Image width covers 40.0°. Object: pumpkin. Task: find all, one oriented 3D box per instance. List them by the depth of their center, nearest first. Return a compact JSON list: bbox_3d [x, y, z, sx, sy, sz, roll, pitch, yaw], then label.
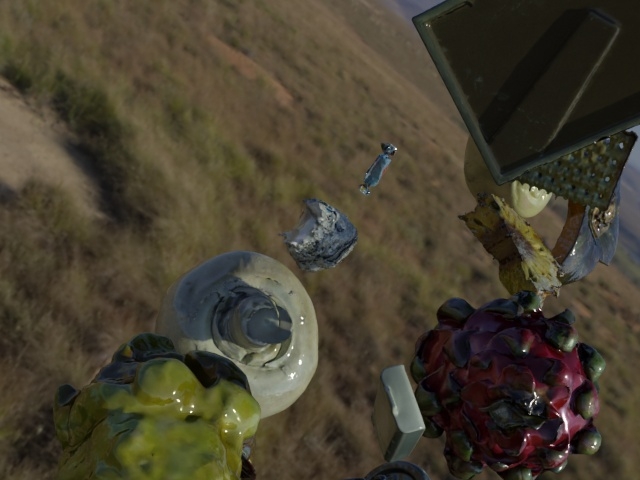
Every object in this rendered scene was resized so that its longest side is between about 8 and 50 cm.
[{"bbox_3d":[0.500,-0.055,1.654,0.095,0.290,0.258,10,6,37],"label":"pumpkin"}]

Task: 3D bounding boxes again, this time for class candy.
[{"bbox_3d":[0.081,-0.105,1.281,0.030,0.083,0.020,33,12,-8],"label":"candy"}]

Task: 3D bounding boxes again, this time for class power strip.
[{"bbox_3d":[0.072,0.176,0.864,0.253,0.027,0.060,87,-14,-69],"label":"power strip"}]

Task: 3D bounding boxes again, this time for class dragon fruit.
[{"bbox_3d":[0.186,0.158,0.987,0.198,0.218,0.273,17,-8,-43],"label":"dragon fruit"}]

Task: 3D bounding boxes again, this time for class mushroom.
[{"bbox_3d":[-0.110,0.130,1.258,0.246,0.246,0.202,36,-28,-7],"label":"mushroom"}]

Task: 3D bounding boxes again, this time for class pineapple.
[{"bbox_3d":[0.337,0.028,1.484,0.135,0.079,0.233,13,42,-39],"label":"pineapple"}]

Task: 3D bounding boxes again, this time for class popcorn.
[{"bbox_3d":[-0.161,0.219,0.826,0.195,0.255,0.256,9,-3,-6],"label":"popcorn"}]

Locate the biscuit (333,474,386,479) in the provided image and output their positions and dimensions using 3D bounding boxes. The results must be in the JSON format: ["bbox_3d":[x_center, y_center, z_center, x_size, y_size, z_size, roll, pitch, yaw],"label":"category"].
[{"bbox_3d":[0.011,0.517,1.408,0.309,0.186,0.079,-80,148,-49],"label":"biscuit"}]

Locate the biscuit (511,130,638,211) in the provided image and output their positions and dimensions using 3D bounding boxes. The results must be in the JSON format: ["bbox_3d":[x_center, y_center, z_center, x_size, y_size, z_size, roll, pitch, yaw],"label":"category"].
[{"bbox_3d":[0.378,-0.137,1.383,0.203,0.144,0.016,20,12,14],"label":"biscuit"}]

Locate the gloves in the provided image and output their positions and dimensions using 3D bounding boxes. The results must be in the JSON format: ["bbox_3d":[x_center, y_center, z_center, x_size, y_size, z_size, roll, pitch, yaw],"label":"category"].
[{"bbox_3d":[0.003,0.001,1.418,0.070,0.114,0.153,31,-4,30],"label":"gloves"}]

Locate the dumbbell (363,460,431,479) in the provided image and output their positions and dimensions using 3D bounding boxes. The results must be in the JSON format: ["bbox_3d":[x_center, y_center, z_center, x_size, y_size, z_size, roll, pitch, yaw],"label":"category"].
[{"bbox_3d":[0.204,0.562,1.655,0.406,0.179,0.179,47,7,-35],"label":"dumbbell"}]

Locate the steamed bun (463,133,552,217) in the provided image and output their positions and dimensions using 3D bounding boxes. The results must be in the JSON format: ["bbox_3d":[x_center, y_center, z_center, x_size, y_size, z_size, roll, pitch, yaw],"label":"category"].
[{"bbox_3d":[0.426,-0.188,2.013,0.166,0.273,0.232,1,22,-40],"label":"steamed bun"}]

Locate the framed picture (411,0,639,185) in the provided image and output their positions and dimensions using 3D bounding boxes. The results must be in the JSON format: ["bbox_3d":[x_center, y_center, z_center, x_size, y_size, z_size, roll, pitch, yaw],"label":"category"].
[{"bbox_3d":[0.313,-0.238,1.062,0.247,0.335,0.022,60,25,-12],"label":"framed picture"}]

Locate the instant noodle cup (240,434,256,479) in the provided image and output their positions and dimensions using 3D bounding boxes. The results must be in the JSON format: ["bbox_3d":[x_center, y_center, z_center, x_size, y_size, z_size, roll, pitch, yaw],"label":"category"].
[{"bbox_3d":[-0.193,0.277,1.429,0.274,0.091,0.274,27,-29,16],"label":"instant noodle cup"}]
